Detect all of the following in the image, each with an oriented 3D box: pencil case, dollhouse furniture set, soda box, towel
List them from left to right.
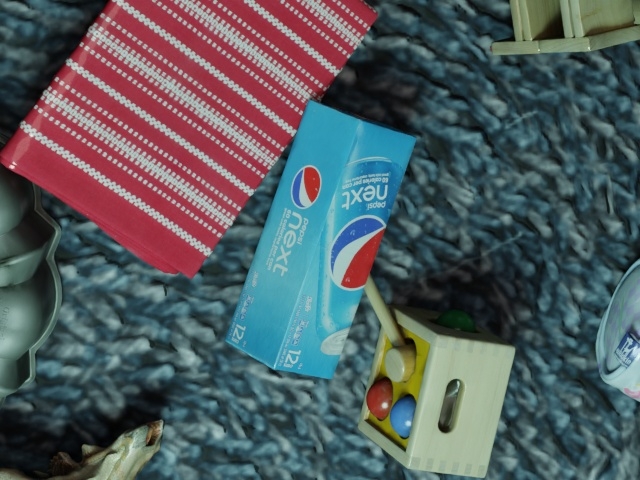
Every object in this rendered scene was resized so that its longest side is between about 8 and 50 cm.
[{"bbox_3d":[-0.102,-0.122,1.449,0.199,0.031,0.275,35,93,-32],"label":"towel"},{"bbox_3d":[0.000,0.000,1.480,0.067,0.071,0.210,13,99,-41],"label":"soda box"},{"bbox_3d":[0.234,-0.228,1.480,0.183,0.129,0.129,-15,102,-31],"label":"dollhouse furniture set"},{"bbox_3d":[0.366,0.106,1.541,0.273,0.113,0.124,23,117,-12],"label":"pencil case"}]

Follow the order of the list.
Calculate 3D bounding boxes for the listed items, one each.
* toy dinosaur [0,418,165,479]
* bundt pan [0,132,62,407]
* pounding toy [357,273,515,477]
[{"bbox_3d":[-0.270,0.234,1.461,0.295,0.200,0.127,-12,86,14],"label":"toy dinosaur"},{"bbox_3d":[-0.362,0.034,1.416,0.330,0.124,0.331,-1,99,-8],"label":"bundt pan"},{"bbox_3d":[0.079,0.102,1.500,0.100,0.130,0.141,9,98,-22],"label":"pounding toy"}]
